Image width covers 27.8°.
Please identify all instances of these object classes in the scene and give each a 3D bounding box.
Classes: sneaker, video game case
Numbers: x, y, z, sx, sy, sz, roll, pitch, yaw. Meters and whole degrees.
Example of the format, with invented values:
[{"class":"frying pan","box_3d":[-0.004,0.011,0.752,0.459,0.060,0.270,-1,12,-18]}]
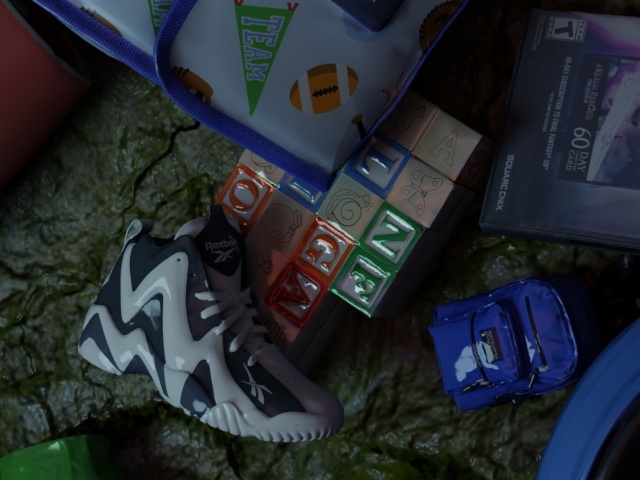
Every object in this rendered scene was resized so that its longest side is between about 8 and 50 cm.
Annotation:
[{"class":"sneaker","box_3d":[-0.074,0.055,1.019,0.235,0.094,0.153,22,103,30]},{"class":"video game case","box_3d":[0.278,-0.080,1.009,0.274,0.026,0.196,9,74,21]}]

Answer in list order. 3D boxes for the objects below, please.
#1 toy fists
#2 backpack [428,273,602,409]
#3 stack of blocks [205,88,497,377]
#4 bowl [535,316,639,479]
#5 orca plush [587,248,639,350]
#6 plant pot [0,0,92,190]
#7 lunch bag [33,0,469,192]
[{"class":"toy fists","box_3d":[-0.287,0.277,1.176,0.279,0.096,0.142,-18,70,19]},{"class":"backpack","box_3d":[0.155,0.082,1.019,0.120,0.101,0.098,-19,86,33]},{"class":"stack of blocks","box_3d":[0.000,0.000,1.094,0.171,0.087,0.297,35,98,19]},{"class":"bowl","box_3d":[0.343,0.210,0.888,0.391,0.077,0.391,0,95,0]},{"class":"orca plush","box_3d":[0.300,0.132,0.968,0.151,0.102,0.287,-30,76,15]},{"class":"plant pot","box_3d":[-0.359,-0.142,1.156,0.243,0.275,0.275,-38,75,4]},{"class":"lunch bag","box_3d":[-0.060,-0.267,0.966,0.385,0.239,0.328,36,98,-3]}]
